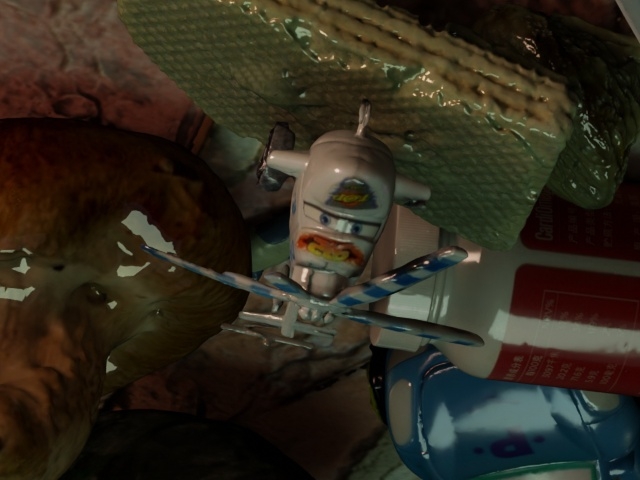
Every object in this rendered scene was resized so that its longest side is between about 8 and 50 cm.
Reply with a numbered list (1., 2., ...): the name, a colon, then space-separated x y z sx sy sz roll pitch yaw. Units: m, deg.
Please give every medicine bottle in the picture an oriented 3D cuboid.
1. medicine bottle: 0.161 0.027 1.189 0.250 0.131 0.131 7 147 -5

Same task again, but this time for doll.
1. doll: -0.031 0.003 1.264 0.125 0.027 0.037 -21 133 33

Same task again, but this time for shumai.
1. shumai: 0.146 -0.088 1.067 0.124 0.087 0.099 58 161 -9

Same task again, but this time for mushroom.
1. mushroom: -0.190 0.047 1.207 0.267 0.254 0.267 21 168 5

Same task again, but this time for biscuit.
1. biscuit: 0.007 -0.083 1.037 0.252 0.052 0.150 26 157 2

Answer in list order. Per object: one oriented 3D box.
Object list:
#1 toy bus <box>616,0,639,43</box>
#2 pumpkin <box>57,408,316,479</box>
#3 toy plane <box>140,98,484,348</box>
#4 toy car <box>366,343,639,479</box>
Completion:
1. toy bus: 0.187 -0.149 0.914 0.106 0.131 0.297 -13 145 23
2. pumpkin: -0.151 0.346 1.445 0.454 0.454 0.344 -23 155 34
3. toy plane: 0.011 0.003 1.067 0.182 0.107 0.273 10 169 14
4. toy car: 0.153 0.160 1.374 0.198 0.166 0.314 -11 144 15
